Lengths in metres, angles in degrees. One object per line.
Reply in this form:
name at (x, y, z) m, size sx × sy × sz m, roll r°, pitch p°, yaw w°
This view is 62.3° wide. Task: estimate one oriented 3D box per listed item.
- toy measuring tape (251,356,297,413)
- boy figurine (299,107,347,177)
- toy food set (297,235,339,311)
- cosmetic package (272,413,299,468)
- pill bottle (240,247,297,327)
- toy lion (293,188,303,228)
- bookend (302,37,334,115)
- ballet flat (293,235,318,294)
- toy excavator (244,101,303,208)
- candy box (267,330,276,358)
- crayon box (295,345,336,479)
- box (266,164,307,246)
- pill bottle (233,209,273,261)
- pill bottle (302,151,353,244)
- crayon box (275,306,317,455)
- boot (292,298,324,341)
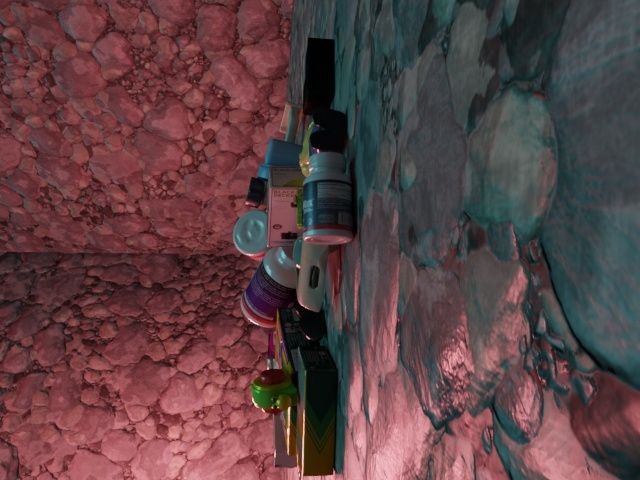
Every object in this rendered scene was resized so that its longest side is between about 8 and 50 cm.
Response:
toy measuring tape at (-0.152, 0.408, 1.521) m, size 0.330 × 0.121 × 0.121 m, roll -159°, pitch 70°, yaw -72°
boy figurine at (-0.003, -0.223, 1.326) m, size 0.285 × 0.092 × 0.177 m, roll 122°, pitch 154°, yaw -78°
toy food set at (0.000, 0.000, 1.375) m, size 0.306 × 0.092 × 0.220 m, roll -85°, pitch 1°, yaw -52°
cosmetic package at (-0.113, 0.707, 1.949) m, size 0.238 × 0.127 × 0.107 m, roll -106°, pitch 18°, yaw -60°
pill bottle at (-0.144, 0.145, 1.843) m, size 0.323 × 0.181 × 0.181 m, roll -57°, pitch 26°, yaw 35°
toy lion at (-0.052, -0.084, 1.434) m, size 0.100 × 0.034 × 0.096 m, roll -80°, pitch -11°, yaw -68°
bookend at (-0.008, -0.448, 1.469) m, size 0.157 × 0.072 × 0.156 m, roll 125°, pitch 146°, yaw -78°
ballet flat at (-0.037, 0.082, 1.640) m, size 0.086 × 0.086 × 0.248 m, roll -101°, pitch 13°, yaw -58°
toy excavator at (-0.126, -0.326, 2.029) m, size 0.433 × 0.222 × 0.445 m, roll -141°, pitch 66°, yaw -81°
candy box at (-0.168, 0.494, 2.080) m, size 0.159 × 0.071 × 0.233 m, roll -94°, pitch 5°, yaw -57°
crayon box at (-0.015, 0.461, 1.389) m, size 0.203 × 0.083 × 0.323 m, roll -139°, pitch 51°, yaw -80°
box at (-0.079, -0.097, 1.613) m, size 0.290 × 0.169 × 0.087 m, roll 102°, pitch 167°, yaw -52°
pill bottle at (-0.186, 0.010, 2.044) m, size 0.318 × 0.176 × 0.176 m, roll 37°, pitch -132°, yaw -63°
pill bottle at (0.015, -0.088, 1.119) m, size 0.108 × 0.108 × 0.180 m, roll 123°, pitch 148°, yaw -76°
crayon box at (-0.076, 0.440, 1.704) m, size 0.363 × 0.106 × 0.313 m, roll -116°, pitch 26°, yaw -64°
boot at (-0.018, 0.259, 1.571) m, size 0.219 × 0.082 × 0.106 m, roll -120°, pitch 8°, yaw -64°
